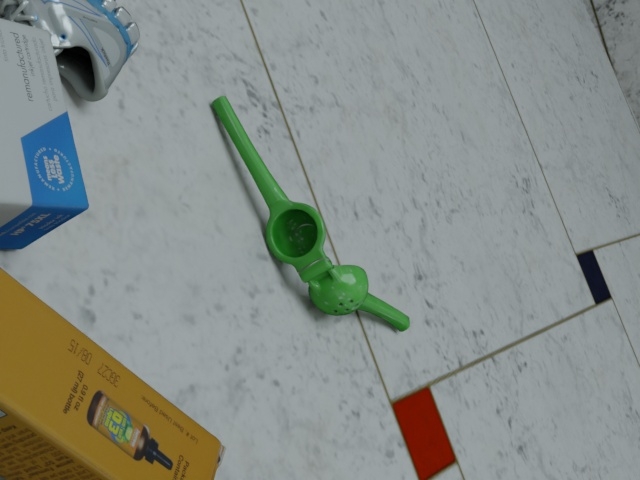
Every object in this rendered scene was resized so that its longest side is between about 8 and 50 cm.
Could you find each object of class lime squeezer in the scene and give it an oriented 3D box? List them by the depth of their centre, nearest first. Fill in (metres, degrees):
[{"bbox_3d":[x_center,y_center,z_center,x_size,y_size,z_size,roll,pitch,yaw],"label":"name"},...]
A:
[{"bbox_3d":[0.000,0.000,0.935,0.310,0.059,0.110,49,36,-23],"label":"lime squeezer"}]

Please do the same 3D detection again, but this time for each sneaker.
[{"bbox_3d":[-0.213,-0.174,0.731,0.191,0.071,0.083,39,46,-35],"label":"sneaker"}]

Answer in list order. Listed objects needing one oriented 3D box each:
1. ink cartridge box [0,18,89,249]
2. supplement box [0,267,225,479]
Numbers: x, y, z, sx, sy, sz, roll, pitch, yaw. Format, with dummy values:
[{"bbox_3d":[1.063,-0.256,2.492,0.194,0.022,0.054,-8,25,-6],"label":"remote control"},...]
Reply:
[{"bbox_3d":[-0.259,-0.072,0.583,0.231,0.078,0.134,3,67,-54],"label":"ink cartridge box"},{"bbox_3d":[-0.165,0.103,0.607,0.233,0.080,0.078,44,39,-28],"label":"supplement box"}]
